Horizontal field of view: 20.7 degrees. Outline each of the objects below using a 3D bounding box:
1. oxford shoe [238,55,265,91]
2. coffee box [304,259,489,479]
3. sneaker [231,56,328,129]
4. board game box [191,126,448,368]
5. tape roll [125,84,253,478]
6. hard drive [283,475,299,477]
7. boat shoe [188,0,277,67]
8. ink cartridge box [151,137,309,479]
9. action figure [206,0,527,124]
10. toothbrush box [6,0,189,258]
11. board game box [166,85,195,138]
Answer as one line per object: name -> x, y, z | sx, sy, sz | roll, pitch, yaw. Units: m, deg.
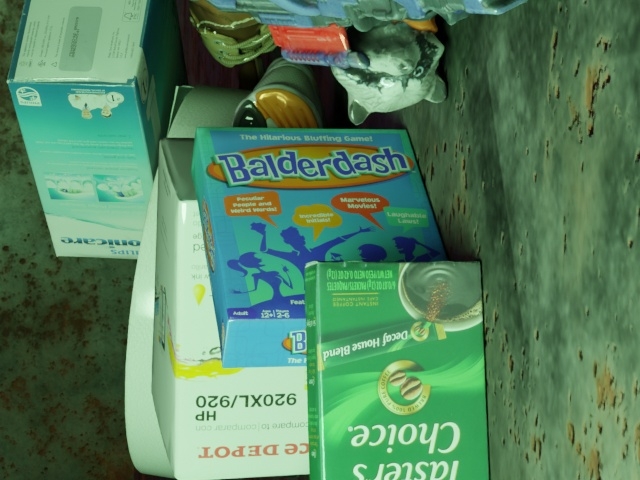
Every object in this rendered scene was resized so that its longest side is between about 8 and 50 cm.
oxford shoe -> -0.094, -0.107, 1.922 | 0.076, 0.076, 0.212 | -100, 16, -51
coffee box -> 0.049, 0.105, 1.102 | 0.040, 0.113, 0.184 | 158, 112, -75
sneaker -> -0.026, -0.044, 1.583 | 0.121, 0.099, 0.262 | -73, -10, -55
board game box -> 0.000, 0.000, 1.216 | 0.210, 0.160, 0.047 | -105, 18, -49
tape roll -> -0.110, 0.042, 1.717 | 0.392, 0.072, 0.392 | 8, -90, -83
hard drive -> -0.036, 0.159, 1.769 | 0.094, 0.022, 0.135 | -123, 34, -70
boat shoe -> -0.076, -0.239, 1.754 | 0.324, 0.122, 0.120 | -111, 7, -74
ink cartridge box -> -0.042, 0.051, 1.403 | 0.168, 0.171, 0.233 | -118, 29, -67
action figure -> 0.050, -0.232, 1.112 | 0.341, 0.178, 0.330 | 24, 125, 48
toothbrush box -> -0.213, -0.148, 1.764 | 0.295, 0.126, 0.216 | 85, -171, -57
board game box -> -0.135, -0.069, 1.798 | 0.186, 0.026, 0.126 | 75, -155, -75
